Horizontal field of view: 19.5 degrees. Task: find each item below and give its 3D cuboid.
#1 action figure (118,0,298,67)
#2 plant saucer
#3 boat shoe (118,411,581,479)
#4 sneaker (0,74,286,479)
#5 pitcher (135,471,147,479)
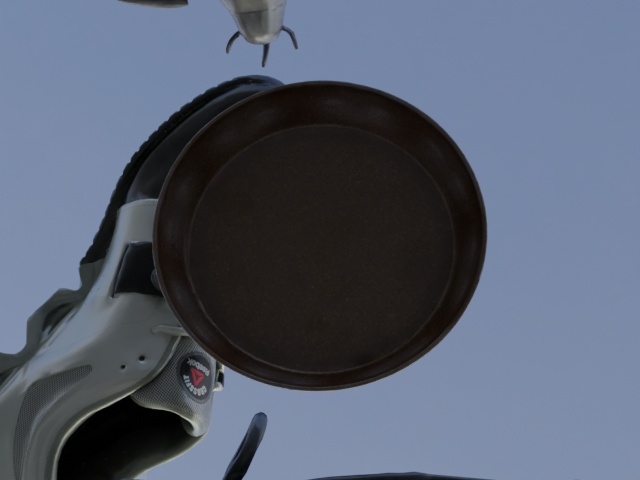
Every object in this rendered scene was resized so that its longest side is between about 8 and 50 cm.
[{"bbox_3d":[-0.045,-0.242,1.078,0.185,0.099,0.285,-7,-91,4],"label":"action figure"},{"bbox_3d":[0.000,0.000,0.946,0.168,0.029,0.168,-1,-113,3],"label":"plant saucer"},{"bbox_3d":[-0.034,0.159,0.669,0.156,0.500,0.187,36,-67,25],"label":"boat shoe"},{"bbox_3d":[-0.090,0.052,1.169,0.146,0.122,0.330,31,-95,45],"label":"sneaker"},{"bbox_3d":[-0.249,0.148,1.461,0.125,0.207,0.178,-56,-134,10],"label":"pitcher"}]
